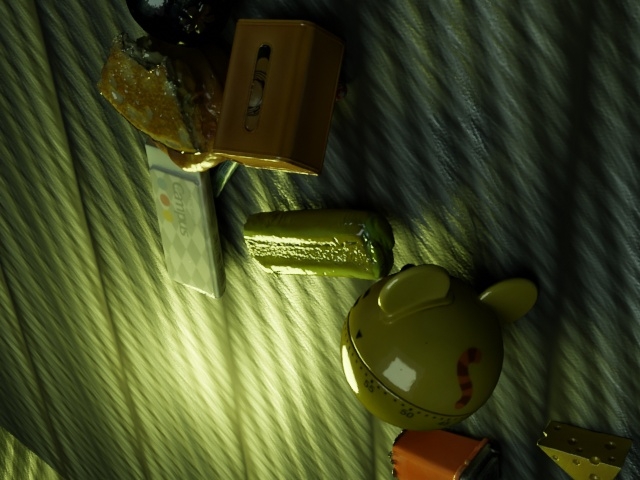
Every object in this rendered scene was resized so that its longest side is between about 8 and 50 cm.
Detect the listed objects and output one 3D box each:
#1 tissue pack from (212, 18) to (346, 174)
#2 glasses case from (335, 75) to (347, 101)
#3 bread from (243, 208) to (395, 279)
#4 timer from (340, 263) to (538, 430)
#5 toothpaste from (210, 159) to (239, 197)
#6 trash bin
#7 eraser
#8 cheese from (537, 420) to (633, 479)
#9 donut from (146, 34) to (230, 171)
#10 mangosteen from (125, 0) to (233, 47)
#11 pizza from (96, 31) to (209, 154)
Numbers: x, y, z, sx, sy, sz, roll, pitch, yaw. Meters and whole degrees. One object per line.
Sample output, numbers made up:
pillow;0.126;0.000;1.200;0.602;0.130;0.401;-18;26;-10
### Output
tissue pack;-0.088;-0.283;1.789;0.195;0.145;0.274;9;87;33
glasses case;-0.039;-0.289;1.875;0.195;0.049;0.073;-24;99;27
bread;0.000;0.000;2.037;0.384;0.112;0.166;0;124;36
timer;0.228;0.193;1.868;0.376;0.376;0.386;35;123;10
toothpaste;-0.223;-0.165;2.140;0.048;0.029;0.197;53;139;7
trash bin;0.291;0.550;2.175;0.239;0.184;0.161;15;127;34
eraser;-0.329;-0.063;2.239;0.213;0.082;0.396;19;130;31
cheese;0.562;0.457;1.968;0.171;0.093;0.126;29;133;18
donut;-0.289;-0.309;1.974;0.299;0.150;0.317;-3;108;44
mangosteen;-0.289;-0.509;1.807;0.243;0.243;0.242;19;129;25
pizza;-0.337;-0.309;1.846;0.323;0.089;0.223;33;137;26
